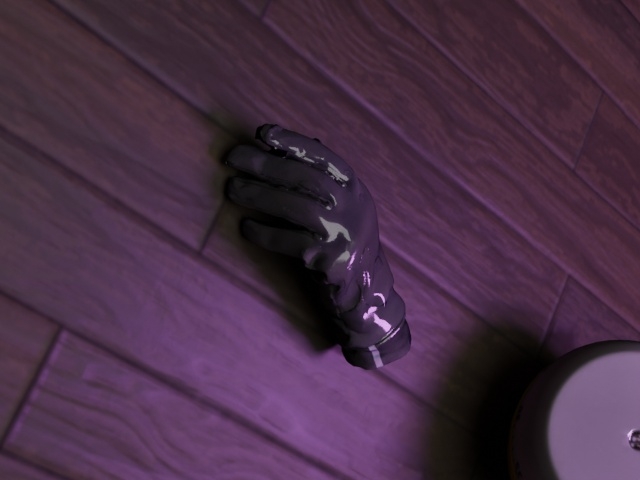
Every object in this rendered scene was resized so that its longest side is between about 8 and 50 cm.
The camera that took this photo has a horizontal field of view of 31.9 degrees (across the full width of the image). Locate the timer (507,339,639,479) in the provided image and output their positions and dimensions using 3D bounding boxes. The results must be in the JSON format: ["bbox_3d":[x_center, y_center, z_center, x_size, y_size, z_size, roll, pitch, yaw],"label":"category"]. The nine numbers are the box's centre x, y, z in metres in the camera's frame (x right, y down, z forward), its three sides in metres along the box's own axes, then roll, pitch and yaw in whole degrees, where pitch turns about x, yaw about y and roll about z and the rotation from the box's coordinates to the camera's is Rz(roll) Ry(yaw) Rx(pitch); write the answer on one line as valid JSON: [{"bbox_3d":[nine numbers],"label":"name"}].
[{"bbox_3d":[0.347,0.266,1.343,0.285,0.285,0.285,-1,92,-38],"label":"timer"}]

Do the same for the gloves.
[{"bbox_3d":[0.011,0.001,1.142,0.285,0.119,0.142,54,30,-22],"label":"gloves"}]
